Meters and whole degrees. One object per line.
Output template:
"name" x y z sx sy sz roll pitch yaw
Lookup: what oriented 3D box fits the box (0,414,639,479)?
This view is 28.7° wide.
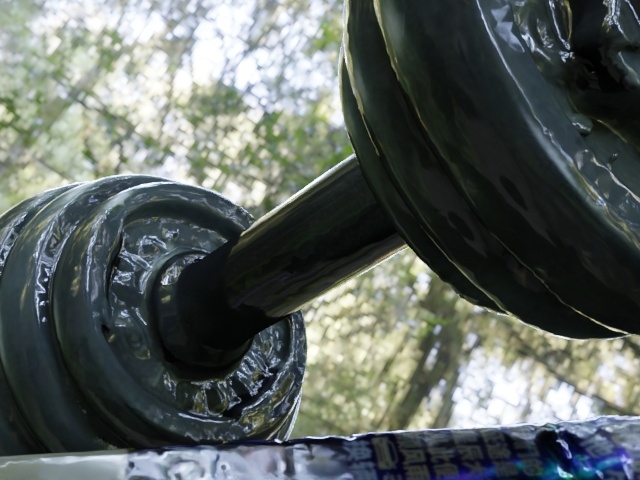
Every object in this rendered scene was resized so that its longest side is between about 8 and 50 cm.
"box" -0.016 0.154 0.374 0.310 0.198 0.084 -2 -54 -8

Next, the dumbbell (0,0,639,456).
"dumbbell" 0.000 0.000 0.474 0.179 0.179 0.406 39 -45 -19
